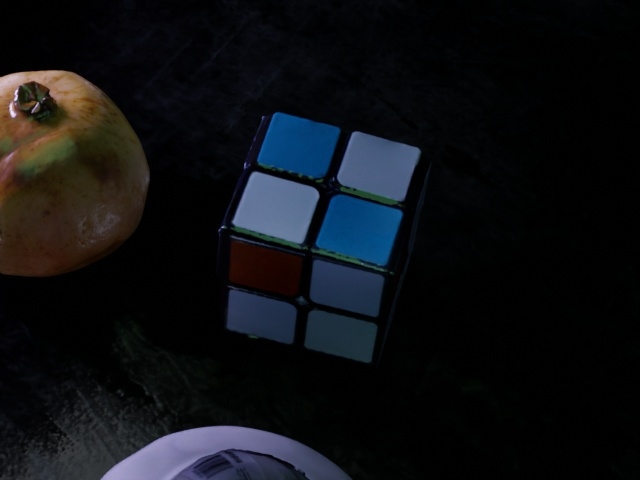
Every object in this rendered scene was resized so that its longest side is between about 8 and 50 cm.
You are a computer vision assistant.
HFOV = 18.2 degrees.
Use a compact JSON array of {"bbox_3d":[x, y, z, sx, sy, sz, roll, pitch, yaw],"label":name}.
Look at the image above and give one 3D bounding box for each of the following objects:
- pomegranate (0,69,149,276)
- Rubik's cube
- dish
[{"bbox_3d":[-0.277,-0.071,2.015,0.215,0.215,0.215,3,53,-4],"label":"pomegranate"},{"bbox_3d":[0.000,0.000,2.009,0.183,0.180,0.167,15,54,3],"label":"Rubik's cube"},{"bbox_3d":[-0.075,0.290,1.802,0.324,0.124,0.324,5,53,-7],"label":"dish"}]
